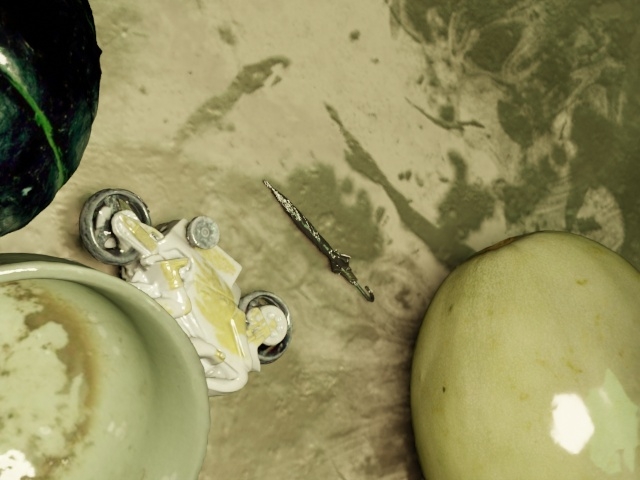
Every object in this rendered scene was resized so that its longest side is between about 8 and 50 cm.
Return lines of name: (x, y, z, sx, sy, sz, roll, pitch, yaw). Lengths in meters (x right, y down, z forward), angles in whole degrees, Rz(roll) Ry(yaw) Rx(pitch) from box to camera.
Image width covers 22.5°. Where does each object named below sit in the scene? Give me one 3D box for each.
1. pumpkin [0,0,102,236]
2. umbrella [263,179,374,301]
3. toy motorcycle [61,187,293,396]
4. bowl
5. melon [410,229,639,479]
pumpkin: (-0.298, -0.120, 1.129, 0.315, 0.238, 0.315, 0, 58, -1)
umbrella: (0.000, 0.002, 1.416, 0.149, 0.022, 0.022, 46, 23, -17)
toy motorcycle: (-0.120, 0.061, 1.312, 0.229, 0.074, 0.151, 37, 62, -31)
bowl: (-0.237, 0.123, 1.174, 0.289, 0.146, 0.289, -11, 118, -22)
melon: (0.206, 0.146, 1.384, 0.272, 0.272, 0.308, 10, 83, -28)
